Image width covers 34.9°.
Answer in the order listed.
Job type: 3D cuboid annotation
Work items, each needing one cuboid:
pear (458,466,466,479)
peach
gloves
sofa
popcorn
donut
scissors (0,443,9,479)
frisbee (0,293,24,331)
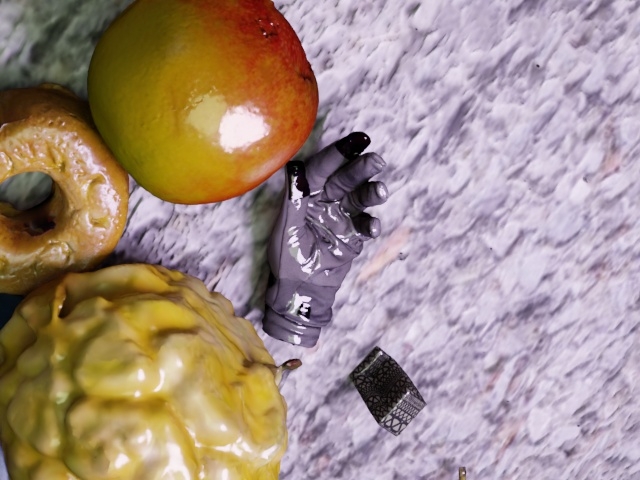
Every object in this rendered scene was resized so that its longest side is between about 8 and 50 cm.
[{"bbox_3d":[0.180,0.417,1.395,0.180,0.166,0.216,18,84,-9],"label":"pear"},{"bbox_3d":[-0.117,-0.153,1.032,0.231,0.231,0.230,-6,113,-14],"label":"peach"},{"bbox_3d":[-0.005,-0.001,1.182,0.142,0.119,0.285,11,123,-28],"label":"gloves"},{"bbox_3d":[0.084,0.188,1.281,0.060,0.118,0.039,-46,118,6],"label":"sofa"},{"bbox_3d":[-0.209,0.201,1.087,0.382,0.349,0.349,-41,117,11],"label":"popcorn"},{"bbox_3d":[-0.310,-0.052,1.069,0.227,0.114,0.226,-7,115,-15],"label":"donut"},{"bbox_3d":[-0.341,0.080,0.969,0.029,0.256,0.383,-9,117,-30],"label":"scissors"},{"bbox_3d":[-0.441,0.167,1.157,0.290,0.049,0.289,-6,113,-14],"label":"frisbee"}]
